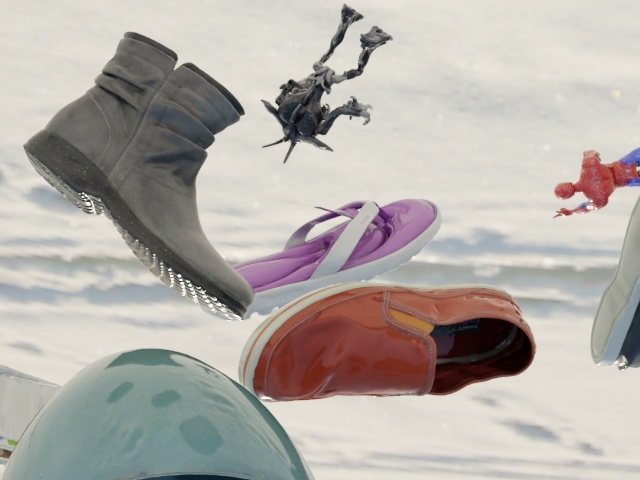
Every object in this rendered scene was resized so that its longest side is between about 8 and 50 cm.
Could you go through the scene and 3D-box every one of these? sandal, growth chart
[{"bbox_3d":[0.009,0.004,2.064,0.416,0.102,0.169,-25,-151,-27],"label":"sandal"},{"bbox_3d":[-0.380,0.233,1.789,0.237,0.172,0.021,26,131,-19],"label":"growth chart"}]

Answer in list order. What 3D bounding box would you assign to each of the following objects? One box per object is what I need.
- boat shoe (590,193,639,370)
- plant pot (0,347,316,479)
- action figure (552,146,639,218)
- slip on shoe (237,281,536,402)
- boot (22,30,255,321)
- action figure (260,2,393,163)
[{"bbox_3d":[0.427,0.036,1.757,0.091,0.114,0.302,9,128,-9],"label":"boat shoe"},{"bbox_3d":[-0.144,0.207,1.195,0.290,0.195,0.290,-7,136,-7],"label":"plant pot"},{"bbox_3d":[0.451,-0.102,2.115,0.280,0.091,0.139,-16,-176,-26],"label":"action figure"},{"bbox_3d":[0.075,0.109,1.425,0.331,0.123,0.101,-4,-154,-25],"label":"slip on shoe"},{"bbox_3d":[-0.159,-0.083,1.638,0.338,0.222,0.118,42,165,1],"label":"boot"},{"bbox_3d":[0.014,-0.251,2.364,0.164,0.275,0.141,39,-167,24],"label":"action figure"}]
